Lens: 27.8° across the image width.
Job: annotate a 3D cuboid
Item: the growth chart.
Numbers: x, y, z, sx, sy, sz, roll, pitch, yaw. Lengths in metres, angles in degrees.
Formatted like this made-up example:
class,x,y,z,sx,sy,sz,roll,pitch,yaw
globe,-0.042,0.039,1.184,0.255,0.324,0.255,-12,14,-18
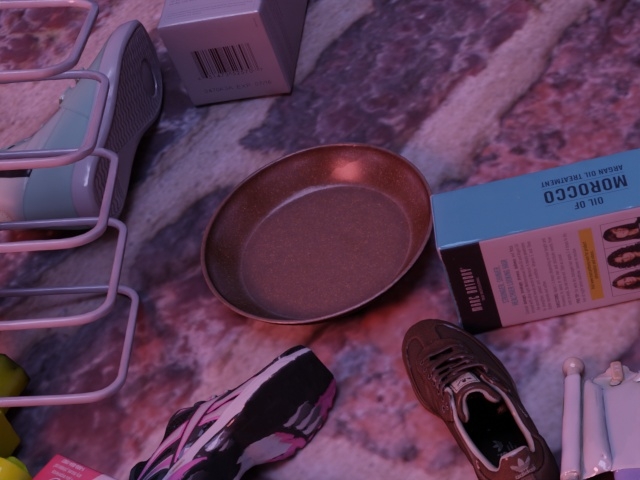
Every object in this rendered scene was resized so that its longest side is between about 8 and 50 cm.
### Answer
class,x,y,z,sx,sy,sz,roll,pitch,yaw
growth chart,0.264,0.125,0.825,0.237,0.021,0.172,-1,30,19

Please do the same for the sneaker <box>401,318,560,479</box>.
class,x,y,z,sx,sy,sz,roll,pitch,yaw
sneaker,0.109,0.106,0.901,0.066,0.071,0.188,-29,45,-6

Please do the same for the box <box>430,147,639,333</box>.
class,x,y,z,sx,sy,sz,roll,pitch,yaw
box,0.211,-0.007,0.948,0.244,0.100,0.060,-12,44,10

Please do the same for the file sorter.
class,x,y,z,sx,sy,sz,roll,pitch,yaw
file sorter,-0.243,-0.033,0.983,0.173,0.277,0.193,-4,27,-1

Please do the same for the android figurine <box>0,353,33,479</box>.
class,x,y,z,sx,sy,sz,roll,pitch,yaw
android figurine,-0.348,0.194,1.007,0.248,0.056,0.272,9,50,27

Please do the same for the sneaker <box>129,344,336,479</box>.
class,x,y,z,sx,sy,sz,roll,pitch,yaw
sneaker,-0.072,0.135,0.949,0.178,0.072,0.077,-38,36,-23

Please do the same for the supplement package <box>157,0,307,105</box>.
class,x,y,z,sx,sy,sz,roll,pitch,yaw
supplement package,-0.080,-0.233,1.270,0.105,0.105,0.179,-6,47,17

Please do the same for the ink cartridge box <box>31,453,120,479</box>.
class,x,y,z,sx,sy,sz,roll,pitch,yaw
ink cartridge box,-0.188,0.257,0.828,0.218,0.092,0.159,-46,26,-24

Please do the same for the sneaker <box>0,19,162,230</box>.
class,x,y,z,sx,sy,sz,roll,pitch,yaw
sneaker,-0.245,-0.113,1.231,0.151,0.094,0.255,-6,46,20

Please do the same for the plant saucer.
class,x,y,z,sx,sy,sz,roll,pitch,yaw
plant saucer,0.000,0.000,1.069,0.199,0.036,0.198,-11,46,11
